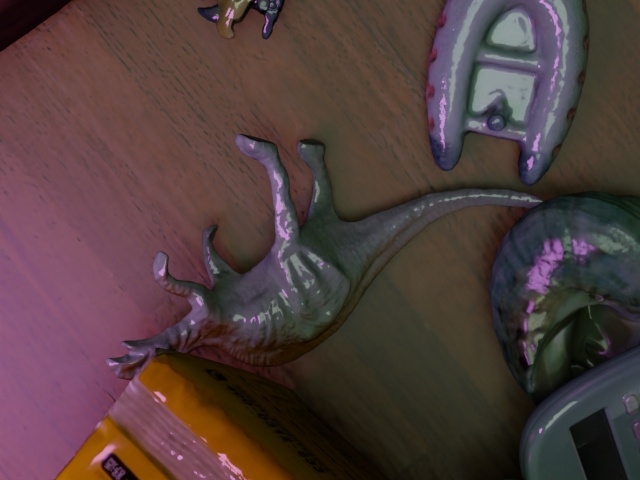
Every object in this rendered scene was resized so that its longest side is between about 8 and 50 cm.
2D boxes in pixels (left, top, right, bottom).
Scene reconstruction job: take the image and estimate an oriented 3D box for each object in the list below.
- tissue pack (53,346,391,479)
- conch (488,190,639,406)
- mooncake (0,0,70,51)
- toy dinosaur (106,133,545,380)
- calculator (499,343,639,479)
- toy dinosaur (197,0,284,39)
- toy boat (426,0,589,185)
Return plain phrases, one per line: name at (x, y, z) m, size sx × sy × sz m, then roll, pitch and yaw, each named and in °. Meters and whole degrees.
tissue pack at (-0.010, 0.292, 1.479) m, size 0.382 × 0.293 × 0.228 m, roll 43°, pitch 97°, yaw 23°
conch at (0.227, 0.037, 1.603) m, size 0.188 × 0.122 × 0.176 m, roll -30°, pitch 117°, yaw 6°
mooncake at (-0.319, -0.218, 1.484) m, size 0.326 × 0.334 × 0.174 m, roll -27°, pitch 96°, yaw 44°
toy dinosaur at (0.000, 0.000, 1.615) m, size 0.393 × 0.092 × 0.205 m, roll -9°, pitch 99°, yaw -16°
calculator at (0.267, 0.176, 1.617) m, size 0.299 × 0.041 × 0.185 m, roll -28°, pitch 123°, yaw -7°
toy dinosaur at (-0.027, -0.298, 1.584) m, size 0.153 × 0.094 × 0.259 m, roll 0°, pitch 88°, yaw -3°
toy boat at (0.160, -0.152, 1.602) m, size 0.134 × 0.079 × 0.207 m, roll 12°, pitch 98°, yaw 2°
